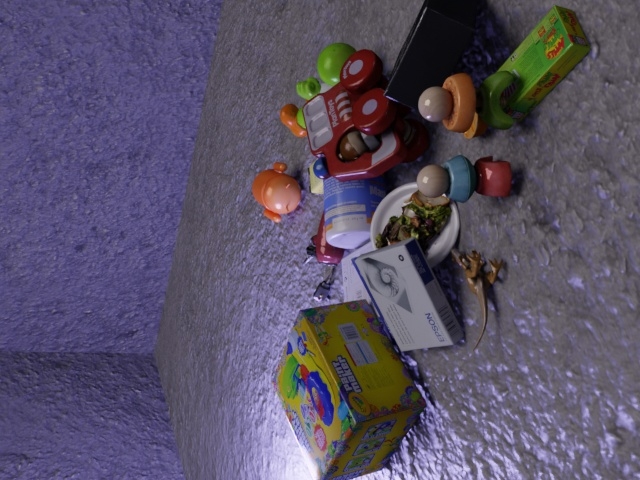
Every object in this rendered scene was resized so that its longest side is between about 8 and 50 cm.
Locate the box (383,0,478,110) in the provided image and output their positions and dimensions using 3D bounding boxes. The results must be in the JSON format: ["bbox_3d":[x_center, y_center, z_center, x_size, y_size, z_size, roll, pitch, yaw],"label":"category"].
[{"bbox_3d":[0.220,-0.388,1.306,0.261,0.103,0.184,-68,1,-52],"label":"box"}]

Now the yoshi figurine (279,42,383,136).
[{"bbox_3d":[0.024,-0.405,1.757,0.362,0.203,0.203,-16,64,60],"label":"yoshi figurine"}]

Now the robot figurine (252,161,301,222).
[{"bbox_3d":[-0.137,-0.153,2.122,0.158,0.128,0.219,-48,27,-5],"label":"robot figurine"}]

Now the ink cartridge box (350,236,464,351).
[{"bbox_3d":[0.159,0.120,1.377,0.224,0.045,0.223,-23,96,55],"label":"ink cartridge box"}]

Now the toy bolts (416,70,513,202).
[{"bbox_3d":[0.242,-0.184,1.227,0.218,0.158,0.228,-135,40,-78],"label":"toy bolts"}]

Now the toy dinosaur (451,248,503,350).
[{"bbox_3d":[0.296,0.084,1.245,0.112,0.064,0.211,95,172,-45],"label":"toy dinosaur"}]

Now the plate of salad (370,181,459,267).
[{"bbox_3d":[0.189,-0.030,1.392,0.200,0.048,0.200,-9,71,28],"label":"plate of salad"}]

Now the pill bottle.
[{"bbox_3d":[0.082,-0.128,1.618,0.152,0.152,0.272,148,124,-59],"label":"pill bottle"}]

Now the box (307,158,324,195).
[{"bbox_3d":[0.038,-0.204,1.835,0.232,0.058,0.087,140,130,-57],"label":"box"}]

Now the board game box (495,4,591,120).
[{"bbox_3d":[0.372,-0.301,1.158,0.181,0.043,0.092,128,139,-50],"label":"board game box"}]

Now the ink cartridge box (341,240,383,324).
[{"bbox_3d":[0.146,0.089,1.543,0.311,0.065,0.186,142,129,-59],"label":"ink cartridge box"}]

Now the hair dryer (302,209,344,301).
[{"bbox_3d":[0.000,0.000,1.851,0.223,0.080,0.293,-113,38,-47],"label":"hair dryer"}]

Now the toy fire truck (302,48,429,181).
[{"bbox_3d":[0.082,-0.255,1.513,0.254,0.169,0.302,-31,51,26],"label":"toy fire truck"}]

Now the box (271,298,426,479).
[{"bbox_3d":[0.049,0.337,1.494,0.290,0.177,0.279,60,144,37],"label":"box"}]
